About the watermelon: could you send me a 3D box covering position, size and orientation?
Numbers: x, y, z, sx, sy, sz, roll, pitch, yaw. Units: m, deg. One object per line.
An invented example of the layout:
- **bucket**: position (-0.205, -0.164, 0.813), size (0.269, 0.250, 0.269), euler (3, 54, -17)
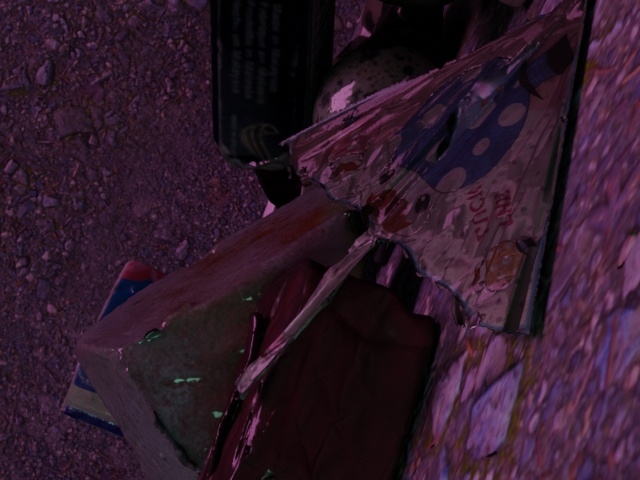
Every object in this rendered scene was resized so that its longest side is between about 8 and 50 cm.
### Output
- **watermelon**: position (-0.089, 0.113, 1.083), size (0.228, 0.258, 0.387), euler (155, 131, -87)

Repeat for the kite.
- **kite**: position (0.062, -0.035, 0.821), size (0.368, 0.014, 0.406), euler (-49, 28, 1)

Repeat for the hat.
- **hat**: position (0.058, -0.168, 1.489), size (0.366, 0.257, 0.382), euler (-53, -38, -18)

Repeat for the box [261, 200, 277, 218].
- **box**: position (-0.005, -0.071, 1.689), size (0.044, 0.142, 0.285), euler (13, 80, 42)

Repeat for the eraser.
- **eraser**: position (-0.042, -0.227, 1.115), size (0.155, 0.101, 0.332), euler (-73, -11, -47)

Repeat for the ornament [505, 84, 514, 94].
- **ornament**: position (0.116, -0.071, 0.864), size (0.092, 0.041, 0.068), euler (-51, 18, 15)

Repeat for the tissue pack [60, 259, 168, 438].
- **tissue pack**: position (-0.152, 0.159, 1.490), size (0.209, 0.269, 0.137), euler (-71, 6, -51)

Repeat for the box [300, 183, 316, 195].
- **box**: position (0.000, 0.000, 1.336), size (0.245, 0.035, 0.139), euler (90, -177, -45)

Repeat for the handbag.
- **handbag**: position (-0.010, 0.133, 0.894), size (0.225, 0.135, 0.146), euler (-69, 11, -24)

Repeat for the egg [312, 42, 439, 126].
- **egg**: position (0.058, -0.108, 1.138), size (0.172, 0.132, 0.132), euler (94, -167, -64)

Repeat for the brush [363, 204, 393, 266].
- **brush**: position (0.048, -0.045, 1.373), size (0.297, 0.060, 0.068), euler (-88, 17, -73)

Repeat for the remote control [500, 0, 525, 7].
- **remote control**: position (0.191, -0.305, 0.993), size (0.090, 0.049, 0.230), euler (-86, 19, -64)

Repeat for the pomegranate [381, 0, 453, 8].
- **pomegranate**: position (0.082, -0.358, 1.202), size (0.254, 0.270, 0.254), euler (-24, 57, 43)
